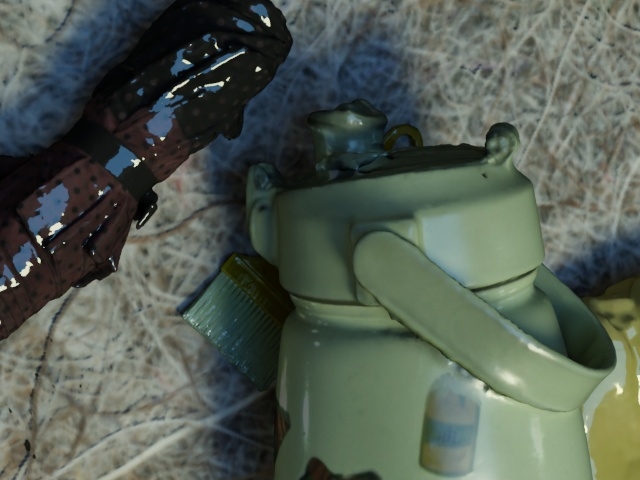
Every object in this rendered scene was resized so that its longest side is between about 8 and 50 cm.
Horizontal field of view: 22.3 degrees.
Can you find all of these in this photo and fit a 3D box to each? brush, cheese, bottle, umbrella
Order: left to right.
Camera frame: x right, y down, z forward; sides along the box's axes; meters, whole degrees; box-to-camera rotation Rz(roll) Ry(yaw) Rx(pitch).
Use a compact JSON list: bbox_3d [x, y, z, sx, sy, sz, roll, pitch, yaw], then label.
[{"bbox_3d":[-0.140,-0.029,0.976,0.326,0.090,0.094,-48,118,-9],"label":"umbrella"},{"bbox_3d":[0.000,0.000,1.089,0.083,0.011,0.205,45,79,-24],"label":"brush"},{"bbox_3d":[0.074,0.084,1.030,0.229,0.229,0.352,-9,101,-23],"label":"bottle"},{"bbox_3d":[0.244,0.132,1.175,0.214,0.117,0.226,-9,98,-19],"label":"cheese"}]
